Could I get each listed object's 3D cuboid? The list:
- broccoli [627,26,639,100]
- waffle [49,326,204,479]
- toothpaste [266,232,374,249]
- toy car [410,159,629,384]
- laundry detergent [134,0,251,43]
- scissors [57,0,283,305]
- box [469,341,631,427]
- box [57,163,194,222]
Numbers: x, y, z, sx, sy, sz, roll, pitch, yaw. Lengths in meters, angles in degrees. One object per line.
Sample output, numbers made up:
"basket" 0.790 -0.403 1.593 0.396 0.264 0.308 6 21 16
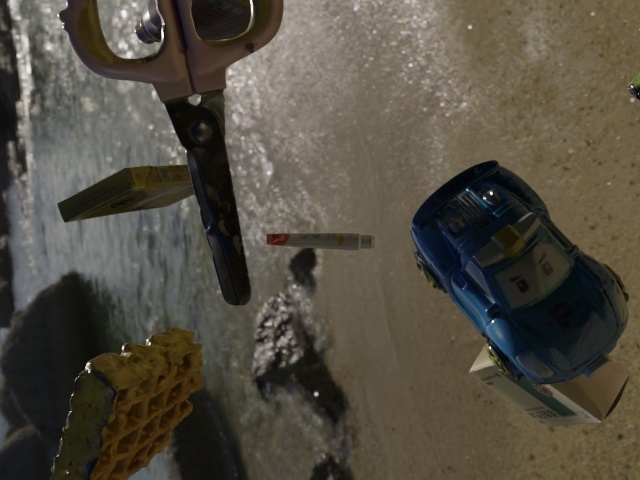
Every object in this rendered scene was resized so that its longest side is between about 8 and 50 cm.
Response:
"broccoli" 0.557 -0.272 1.216 0.167 0.154 0.160 45 130 -5
"waffle" -0.196 0.179 0.858 0.055 0.211 0.160 27 111 18
"toothpaste" 0.000 0.000 1.363 0.048 0.190 0.031 -99 11 -64
"toy car" 0.256 0.036 1.005 0.314 0.198 0.166 54 179 30
"laundry detergent" -0.175 -0.354 1.212 0.237 0.171 0.076 -15 72 44
"scissors" -0.090 -0.104 0.552 0.024 0.160 0.318 -128 26 -79
"box" 0.353 0.209 1.220 0.168 0.095 0.212 34 163 4
"box" -0.292 -0.086 1.316 0.153 0.279 0.041 -20 88 26
